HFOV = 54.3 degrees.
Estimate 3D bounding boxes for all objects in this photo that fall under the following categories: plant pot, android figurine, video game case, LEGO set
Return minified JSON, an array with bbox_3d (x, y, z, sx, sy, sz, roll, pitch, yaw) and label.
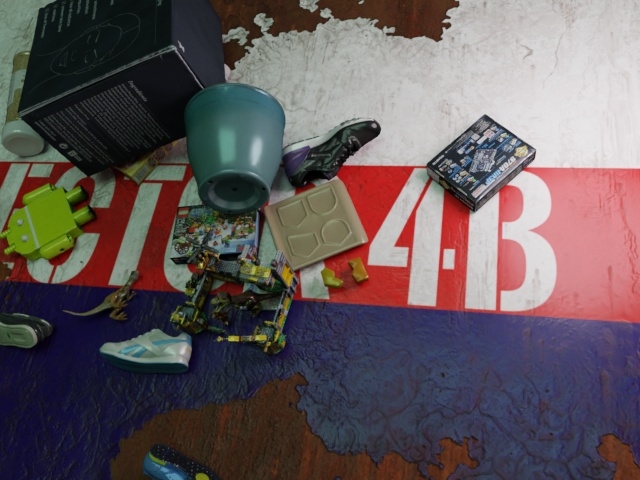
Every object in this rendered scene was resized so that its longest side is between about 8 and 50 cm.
[{"bbox_3d":[-0.224,-0.219,1.620,0.271,0.272,0.255,-9,57,9],"label":"plant pot"},{"bbox_3d":[-0.791,-0.051,1.800,0.273,0.056,0.248,-27,60,-4],"label":"android figurine"},{"bbox_3d":[-0.137,0.134,1.572,0.122,0.011,0.087,0,63,13],"label":"video game case"},{"bbox_3d":[-0.212,0.119,1.479,0.331,0.192,0.255,18,68,22],"label":"LEGO set"}]

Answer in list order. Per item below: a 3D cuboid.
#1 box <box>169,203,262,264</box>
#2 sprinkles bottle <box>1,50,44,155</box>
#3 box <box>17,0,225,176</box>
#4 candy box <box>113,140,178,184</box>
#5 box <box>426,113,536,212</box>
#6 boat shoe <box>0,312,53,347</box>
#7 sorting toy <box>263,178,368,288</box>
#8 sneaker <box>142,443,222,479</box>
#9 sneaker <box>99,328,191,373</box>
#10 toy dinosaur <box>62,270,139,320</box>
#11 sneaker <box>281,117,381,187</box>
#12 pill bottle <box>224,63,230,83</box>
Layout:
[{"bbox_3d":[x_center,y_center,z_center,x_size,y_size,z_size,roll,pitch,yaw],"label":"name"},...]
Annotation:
[{"bbox_3d":[-0.277,-0.022,1.669,0.233,0.044,0.159,-5,62,11],"label":"box"},{"bbox_3d":[-0.939,-0.443,2.003,0.121,0.121,0.355,-13,60,6],"label":"sprinkles bottle"},{"bbox_3d":[-0.546,-0.512,1.791,0.471,0.297,0.480,-19,53,14],"label":"box"},{"bbox_3d":[-0.522,-0.266,1.851,0.109,0.053,0.187,32,75,26],"label":"candy box"},{"bbox_3d":[0.409,-0.202,1.599,0.220,0.051,0.175,-41,61,-10],"label":"box"},{"bbox_3d":[-0.816,0.229,1.657,0.233,0.084,0.079,6,26,24],"label":"boat shoe"},{"bbox_3d":[0.000,0.000,1.600,0.229,0.041,0.307,-20,60,-3],"label":"sorting toy"},{"bbox_3d":[-0.301,0.533,1.378,0.209,0.069,0.082,25,103,14],"label":"sneaker"},{"bbox_3d":[-0.426,0.269,1.533,0.228,0.087,0.092,2,56,7],"label":"sneaker"},{"bbox_3d":[-0.550,0.165,1.635,0.211,0.064,0.112,-37,42,-18],"label":"toy dinosaur"},{"bbox_3d":[0.040,-0.224,1.678,0.283,0.107,0.124,-22,65,12],"label":"sneaker"},{"bbox_3d":[-0.329,-0.472,1.900,0.078,0.078,0.137,13,67,19],"label":"pill bottle"}]
